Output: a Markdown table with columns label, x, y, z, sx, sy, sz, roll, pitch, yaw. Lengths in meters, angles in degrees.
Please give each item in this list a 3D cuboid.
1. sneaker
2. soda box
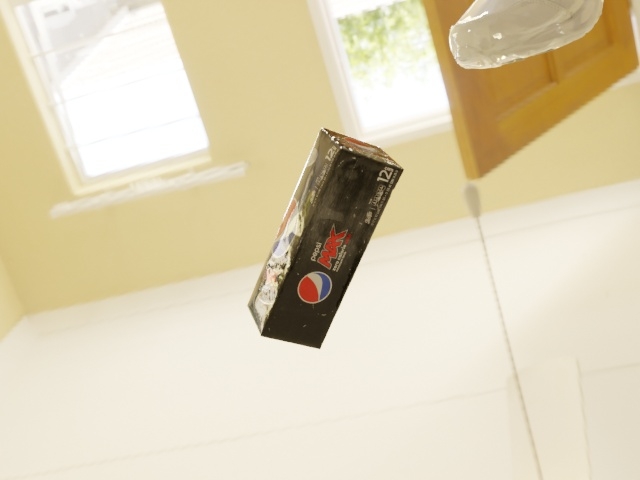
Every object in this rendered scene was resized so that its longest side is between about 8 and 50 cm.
| label | x | y | z | sx | sy | sz | roll | pitch | yaw |
| --- | --- | --- | --- | --- | --- | --- | --- | --- | --- |
| sneaker | 0.154 | -0.206 | 0.631 | 0.232 | 0.115 | 0.090 | -43 | -155 | -27 |
| soda box | 0.000 | 0.000 | 0.739 | 0.060 | 0.169 | 0.053 | 16 | -162 | -24 |
